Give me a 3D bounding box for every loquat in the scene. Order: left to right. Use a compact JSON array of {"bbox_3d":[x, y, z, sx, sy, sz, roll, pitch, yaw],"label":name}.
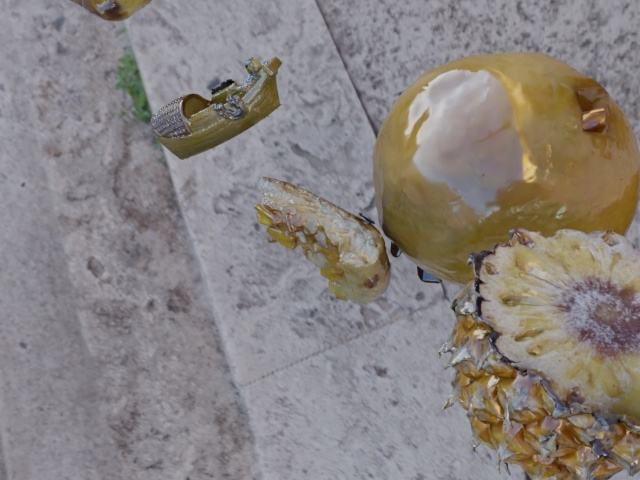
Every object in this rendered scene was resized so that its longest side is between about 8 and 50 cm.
[{"bbox_3d":[0.158,-0.058,0.742,0.238,0.238,0.193,-8,57,13],"label":"loquat"}]

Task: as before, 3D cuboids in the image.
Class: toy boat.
[{"bbox_3d":[-0.085,-0.110,0.715,0.149,0.049,0.047,-20,27,39],"label":"toy boat"}]

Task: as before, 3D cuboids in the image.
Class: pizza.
[{"bbox_3d":[0.000,0.000,0.799,0.161,0.182,0.062,45,80,-8],"label":"pizza"}]

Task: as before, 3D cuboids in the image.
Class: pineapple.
[{"bbox_3d":[0.147,0.090,0.530,0.161,0.137,0.176,31,45,18],"label":"pineapple"}]

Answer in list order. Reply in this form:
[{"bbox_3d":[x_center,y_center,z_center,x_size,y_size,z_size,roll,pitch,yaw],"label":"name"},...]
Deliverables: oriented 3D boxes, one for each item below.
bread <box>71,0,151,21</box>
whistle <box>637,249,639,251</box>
[{"bbox_3d":[-0.250,-0.356,0.888,0.099,0.235,0.210,-27,35,-21],"label":"bread"},{"bbox_3d":[0.491,0.034,1.333,0.046,0.109,0.057,-40,54,4],"label":"whistle"}]
